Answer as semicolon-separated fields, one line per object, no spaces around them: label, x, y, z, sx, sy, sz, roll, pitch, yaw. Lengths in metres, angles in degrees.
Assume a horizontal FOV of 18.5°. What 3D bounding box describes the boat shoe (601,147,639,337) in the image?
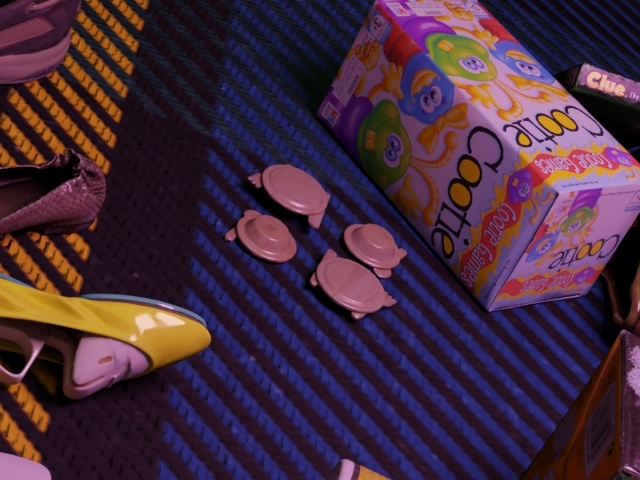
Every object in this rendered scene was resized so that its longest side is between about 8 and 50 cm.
boat shoe;0.311;-0.007;1.847;0.104;0.110;0.307;14;29;-11

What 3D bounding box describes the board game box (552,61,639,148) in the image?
board game box;0.280;-0.128;1.922;0.136;0.030;0.260;20;-4;-8

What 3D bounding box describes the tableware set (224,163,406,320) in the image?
tableware set;0.000;0.000;1.686;0.169;0.020;0.141;33;34;5

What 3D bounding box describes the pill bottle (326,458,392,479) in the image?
pill bottle;0.054;0.207;1.395;0.116;0.065;0.065;27;32;-5

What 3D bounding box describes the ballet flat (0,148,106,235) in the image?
ballet flat;-0.259;-0.029;1.490;0.250;0.058;0.084;-12;50;-46

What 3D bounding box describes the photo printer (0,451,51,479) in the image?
photo printer;-0.306;0.200;1.090;0.307;0.107;0.256;16;34;-19

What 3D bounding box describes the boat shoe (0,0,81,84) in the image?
boat shoe;-0.334;-0.194;1.595;0.132;0.130;0.355;41;34;19

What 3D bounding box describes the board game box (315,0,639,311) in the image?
board game box;0.148;-0.085;1.801;0.144;0.142;0.275;-7;47;-43

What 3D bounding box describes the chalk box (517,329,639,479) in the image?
chalk box;0.306;0.232;1.452;0.289;0.179;0.180;26;32;-7

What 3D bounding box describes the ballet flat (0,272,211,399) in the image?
ballet flat;-0.193;0.071;1.403;0.231;0.077;0.077;15;56;-16
